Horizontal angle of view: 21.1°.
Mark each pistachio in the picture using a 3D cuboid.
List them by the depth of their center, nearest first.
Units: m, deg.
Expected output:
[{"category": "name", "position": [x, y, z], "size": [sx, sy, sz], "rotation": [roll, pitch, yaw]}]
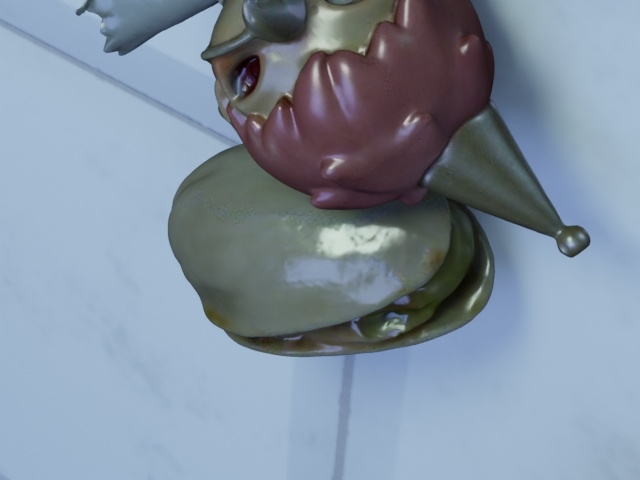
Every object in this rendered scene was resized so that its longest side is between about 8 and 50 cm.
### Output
[{"category": "pistachio", "position": [0.000, 0.000, 1.050], "size": [0.215, 0.144, 0.144], "rotation": [4, 122, 32]}]

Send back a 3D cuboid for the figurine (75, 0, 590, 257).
[{"category": "figurine", "position": [-0.010, -0.122, 0.925], "size": [0.207, 0.166, 0.387], "rotation": [-39, 86, 12]}]
